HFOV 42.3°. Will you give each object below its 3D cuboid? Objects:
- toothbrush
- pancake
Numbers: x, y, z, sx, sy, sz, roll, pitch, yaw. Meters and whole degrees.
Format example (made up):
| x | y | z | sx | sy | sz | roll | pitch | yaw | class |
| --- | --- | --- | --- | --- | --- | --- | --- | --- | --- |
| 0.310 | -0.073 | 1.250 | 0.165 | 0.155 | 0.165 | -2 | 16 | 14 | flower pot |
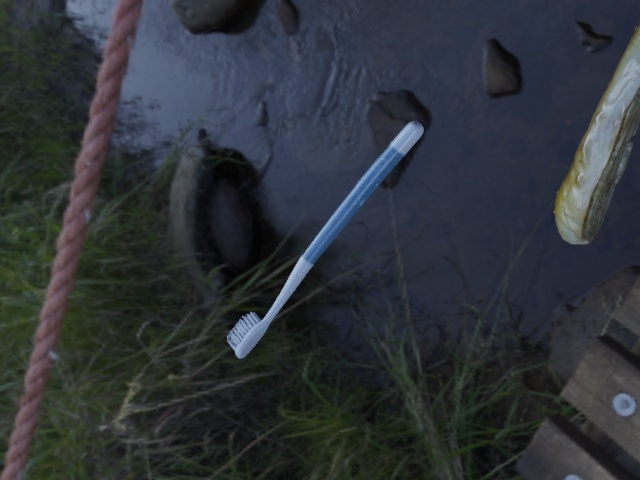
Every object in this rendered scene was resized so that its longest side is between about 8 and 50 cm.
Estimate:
| x | y | z | sx | sy | sz | roll | pitch | yaw | class |
| --- | --- | --- | --- | --- | --- | --- | --- | --- | --- |
| 0.000 | 0.000 | 0.751 | 0.025 | 0.019 | 0.276 | 46 | 106 | 29 | toothbrush |
| 0.159 | -0.070 | 0.436 | 0.028 | 0.158 | 0.158 | 23 | 105 | 16 | pancake |
